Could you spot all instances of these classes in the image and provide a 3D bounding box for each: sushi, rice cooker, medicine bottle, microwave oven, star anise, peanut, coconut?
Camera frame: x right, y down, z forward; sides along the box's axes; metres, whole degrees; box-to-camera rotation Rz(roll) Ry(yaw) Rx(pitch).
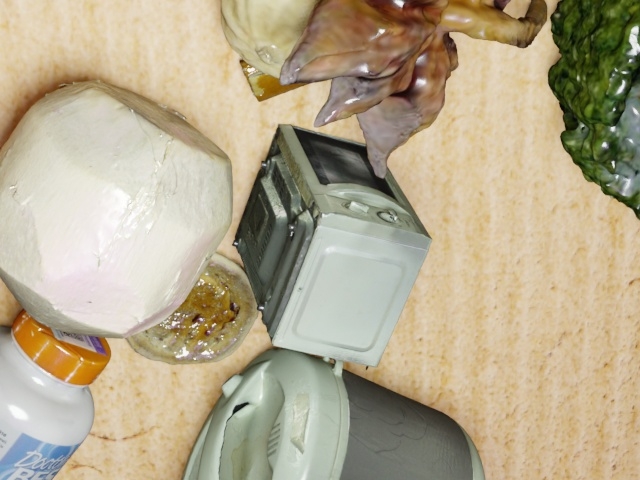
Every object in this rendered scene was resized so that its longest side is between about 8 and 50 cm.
[{"bbox_3d":[0.387,-0.146,1.412,0.351,0.178,0.294,21,113,-26],"label":"sushi"},{"bbox_3d":[-0.002,0.272,1.486,0.277,0.288,0.288,25,109,-26],"label":"rice cooker"},{"bbox_3d":[-0.329,0.192,1.431,0.157,0.157,0.289,33,106,-26],"label":"medicine bottle"},{"bbox_3d":[0.000,0.000,1.380,0.129,0.205,0.163,15,112,-20],"label":"microwave oven"},{"bbox_3d":[0.098,-0.201,1.266,0.292,0.109,0.349,-46,151,0],"label":"star anise"},{"bbox_3d":[-0.010,-0.249,1.290,0.129,0.129,0.224,19,109,-22],"label":"peanut"},{"bbox_3d":[-0.203,-0.018,1.311,0.227,0.227,0.230,29,100,-25],"label":"coconut"}]

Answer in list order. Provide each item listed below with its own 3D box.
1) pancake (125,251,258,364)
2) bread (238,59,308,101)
[{"bbox_3d":[-0.134,0.069,1.488,0.151,0.025,0.152,-5,118,-10],"label":"pancake"},{"bbox_3d":[-0.032,-0.164,1.382,0.083,0.036,0.047,-20,124,0],"label":"bread"}]
